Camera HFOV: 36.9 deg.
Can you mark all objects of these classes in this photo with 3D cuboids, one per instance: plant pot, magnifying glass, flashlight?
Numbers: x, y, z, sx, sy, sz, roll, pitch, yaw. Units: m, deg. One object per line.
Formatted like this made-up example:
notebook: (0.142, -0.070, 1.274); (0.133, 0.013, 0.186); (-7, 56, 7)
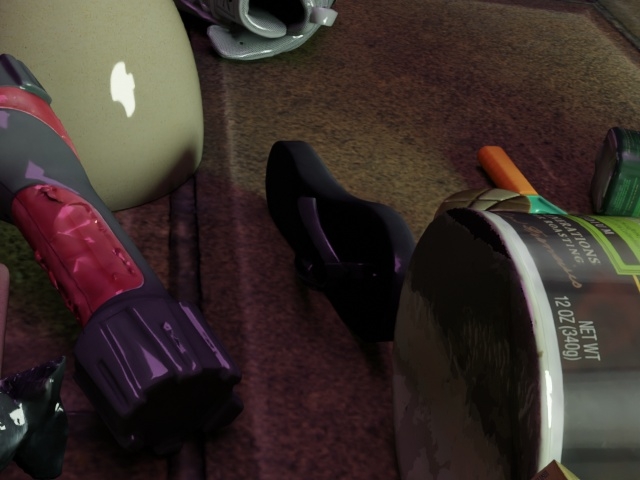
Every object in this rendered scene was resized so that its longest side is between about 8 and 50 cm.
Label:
plant pot: (-0.235, -0.176, 0.830); (0.283, 0.191, 0.284); (8, 31, -5)
magnifying glass: (0.199, -0.023, 0.879); (0.092, 0.026, 0.231); (0, 33, -17)
flashlight: (-0.168, -0.001, 0.616); (0.103, 0.103, 0.304); (-26, 56, -22)

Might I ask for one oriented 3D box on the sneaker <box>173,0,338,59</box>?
sneaker: (-0.146, -0.322, 1.136); (0.365, 0.138, 0.210); (10, 29, -8)

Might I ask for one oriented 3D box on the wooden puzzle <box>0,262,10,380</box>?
wooden puzzle: (-0.326, 0.129, 0.434); (0.347, 0.081, 0.322); (-3, 34, -13)

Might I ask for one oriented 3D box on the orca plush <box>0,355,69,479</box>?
orca plush: (-0.211, 0.136, 0.322); (0.287, 0.151, 0.102); (-16, 84, -45)

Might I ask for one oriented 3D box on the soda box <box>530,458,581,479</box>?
soda box: (0.142, 0.172, 0.422); (0.181, 0.061, 0.058); (40, 10, -31)

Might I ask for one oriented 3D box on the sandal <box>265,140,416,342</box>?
sandal: (0.000, 0.001, 0.724); (0.054, 0.097, 0.254); (-4, 24, -24)

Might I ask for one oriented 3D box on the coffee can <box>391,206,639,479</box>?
coffee can: (0.201, 0.086, 0.540); (0.275, 0.202, 0.202); (1, 33, -15)

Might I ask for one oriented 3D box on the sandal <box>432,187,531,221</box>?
sandal: (0.118, 0.017, 0.776); (0.072, 0.049, 0.180); (15, 46, 18)

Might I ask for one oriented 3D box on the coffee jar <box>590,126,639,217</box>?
coffee jar: (0.358, -0.048, 0.917); (0.184, 0.079, 0.096); (13, 29, 4)
